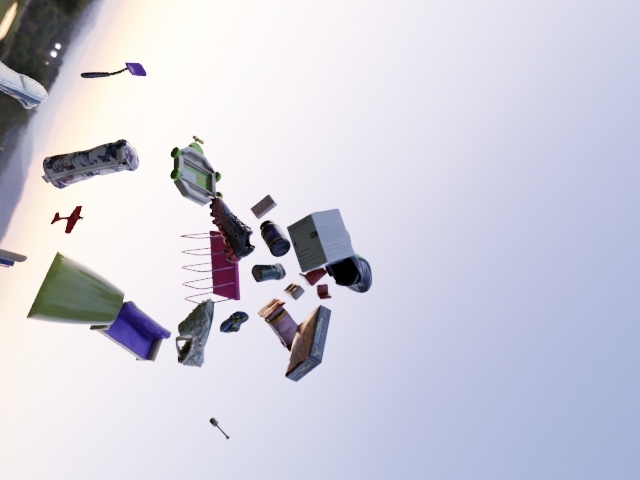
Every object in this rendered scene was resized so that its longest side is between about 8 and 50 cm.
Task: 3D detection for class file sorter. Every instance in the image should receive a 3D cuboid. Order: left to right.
[{"bbox_3d":[-0.474,0.111,2.041,0.202,0.182,0.291,5,-81,47],"label":"file sorter"}]

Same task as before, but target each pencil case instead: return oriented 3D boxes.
[{"bbox_3d":[-1.079,-0.359,2.275,0.409,0.160,0.183,-15,-160,-3],"label":"pencil case"}]

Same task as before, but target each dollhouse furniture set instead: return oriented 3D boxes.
[{"bbox_3d":[-0.081,0.292,2.192,0.374,0.201,0.152,-42,-164,-16],"label":"dollhouse furniture set"}]

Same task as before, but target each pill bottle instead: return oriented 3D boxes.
[{"bbox_3d":[-0.254,-0.016,2.634,0.123,0.122,0.219,-53,-137,15],"label":"pill bottle"}]

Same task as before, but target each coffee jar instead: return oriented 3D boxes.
[{"bbox_3d":[-0.273,0.170,2.578,0.079,0.184,0.096,-52,-123,33],"label":"coffee jar"}]

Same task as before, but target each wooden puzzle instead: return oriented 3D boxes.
[{"bbox_3d":[-1.476,0.056,2.109,0.347,0.321,0.081,0,-107,55],"label":"wooden puzzle"}]

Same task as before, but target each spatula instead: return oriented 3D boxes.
[{"bbox_3d":[-0.908,-0.742,2.133,0.084,0.296,0.030,58,-38,8],"label":"spatula"}]

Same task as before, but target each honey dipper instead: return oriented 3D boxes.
[{"bbox_3d":[-0.449,0.845,2.165,0.160,0.030,0.031,22,-94,48],"label":"honey dipper"}]

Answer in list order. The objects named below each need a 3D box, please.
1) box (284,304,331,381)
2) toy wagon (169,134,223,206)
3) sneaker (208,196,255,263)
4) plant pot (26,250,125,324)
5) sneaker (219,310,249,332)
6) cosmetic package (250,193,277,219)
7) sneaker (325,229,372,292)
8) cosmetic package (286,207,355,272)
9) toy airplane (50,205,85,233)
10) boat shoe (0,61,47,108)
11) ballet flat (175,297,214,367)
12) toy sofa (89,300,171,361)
[{"bbox_3d":[-0.043,0.373,1.760,0.183,0.059,0.233,-47,-160,41],"label":"box"},{"bbox_3d":[-0.562,-0.321,2.183,0.068,0.267,0.345,-26,-124,25],"label":"toy wagon"},{"bbox_3d":[-0.340,-0.052,1.904,0.134,0.276,0.098,-18,-169,13],"label":"sneaker"},{"bbox_3d":[-0.941,0.222,1.901,0.275,0.293,0.275,-44,-148,37],"label":"plant pot"},{"bbox_3d":[-0.402,0.391,2.300,0.188,0.078,0.067,-34,-134,30],"label":"sneaker"},{"bbox_3d":[-0.262,-0.156,2.237,0.115,0.041,0.060,-37,-107,4],"label":"cosmetic package"},{"bbox_3d":[0.105,0.132,2.110,0.185,0.483,0.203,-15,-124,18],"label":"sneaker"},{"bbox_3d":[0.000,0.000,1.750,0.151,0.151,0.184,-27,-99,45],"label":"cosmetic package"},{"bbox_3d":[-1.017,-0.090,1.943,0.151,0.028,0.151,-6,-128,8],"label":"toy airplane"},{"bbox_3d":[-1.133,-0.561,1.701,0.099,0.319,0.116,-30,-112,15],"label":"boat shoe"},{"bbox_3d":[-0.511,0.386,1.932,0.147,0.146,0.409,-102,-156,-45],"label":"ballet flat"},{"bbox_3d":[-0.891,0.435,2.302,0.176,0.363,0.150,-6,-130,23],"label":"toy sofa"}]
